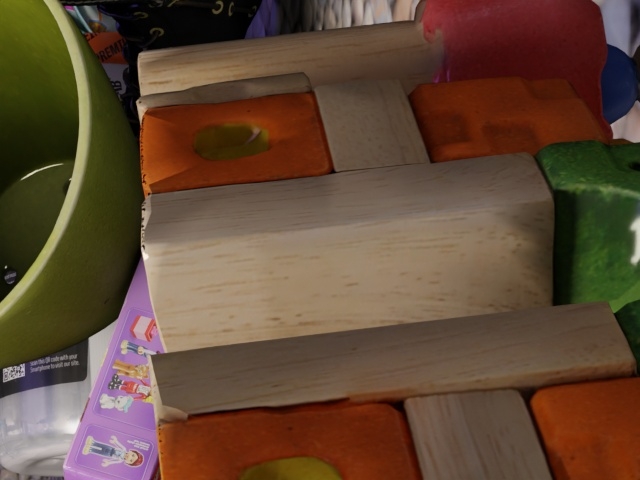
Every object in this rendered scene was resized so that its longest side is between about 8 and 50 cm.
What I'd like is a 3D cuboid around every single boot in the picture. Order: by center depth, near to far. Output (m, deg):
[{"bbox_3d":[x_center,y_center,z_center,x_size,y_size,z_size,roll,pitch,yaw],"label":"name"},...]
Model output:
[{"bbox_3d":[-0.122,-0.134,1.181,0.085,0.236,0.178,30,119,28],"label":"boot"}]

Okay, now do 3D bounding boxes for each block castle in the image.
[{"bbox_3d":[0.073,0.126,0.490,0.453,0.213,0.303,-102,6,-58],"label":"block castle"}]

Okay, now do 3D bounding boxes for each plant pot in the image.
[{"bbox_3d":[-0.220,-0.026,1.108,0.293,0.275,0.274,38,-134,-70],"label":"plant pot"}]

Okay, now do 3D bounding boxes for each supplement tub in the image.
[{"bbox_3d":[-0.170,0.015,1.391,0.207,0.207,0.338,133,134,-69],"label":"supplement tub"}]

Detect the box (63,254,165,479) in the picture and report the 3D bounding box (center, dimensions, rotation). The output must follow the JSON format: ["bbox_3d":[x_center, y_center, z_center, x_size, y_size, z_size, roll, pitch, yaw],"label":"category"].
[{"bbox_3d":[-0.100,0.065,1.169,0.201,0.057,0.293,103,-176,-62],"label":"box"}]

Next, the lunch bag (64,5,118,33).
[{"bbox_3d":[-0.218,-0.218,1.673,0.223,0.160,0.262,128,128,-62],"label":"lunch bag"}]
